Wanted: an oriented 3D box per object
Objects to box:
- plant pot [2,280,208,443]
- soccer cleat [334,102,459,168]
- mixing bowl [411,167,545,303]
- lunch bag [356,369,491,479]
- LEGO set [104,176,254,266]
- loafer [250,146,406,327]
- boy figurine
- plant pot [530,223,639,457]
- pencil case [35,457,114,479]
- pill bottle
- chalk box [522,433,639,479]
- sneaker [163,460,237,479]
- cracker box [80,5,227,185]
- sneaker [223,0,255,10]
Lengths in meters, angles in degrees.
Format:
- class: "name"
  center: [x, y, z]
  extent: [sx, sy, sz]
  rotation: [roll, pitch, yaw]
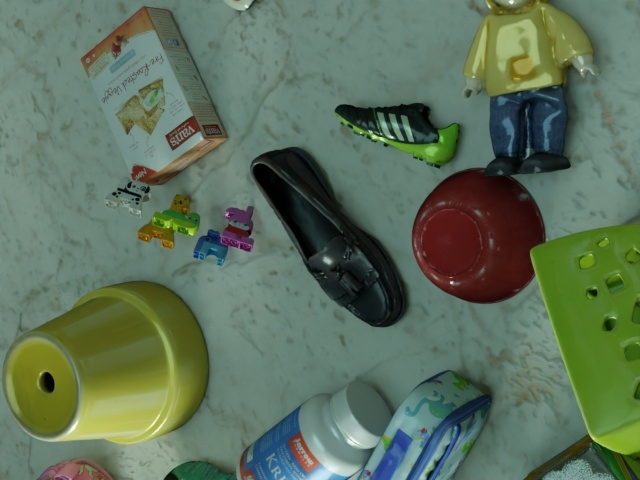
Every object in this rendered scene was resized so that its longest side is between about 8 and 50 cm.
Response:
- class: "plant pot"
  center: [-0.341, 0.200, 1.613]
  extent: [0.254, 0.239, 0.253]
  rotation: [3, 96, 30]
- class: "soccer cleat"
  center: [0.104, -0.158, 1.415]
  extent: [0.179, 0.060, 0.072]
  rotation: [25, 98, 20]
- class: "mixing bowl"
  center: [0.186, -0.001, 1.353]
  extent: [0.181, 0.098, 0.181]
  rotation: [4, 98, 32]
- class: "lunch bag"
  center: [0.125, 0.284, 1.373]
  extent: [0.090, 0.176, 0.219]
  rotation: [35, 111, 24]
- class: "LEGO set"
  center: [-0.202, -0.037, 1.592]
  extent: [0.227, 0.093, 0.087]
  rotation: [18, 143, 2]
- class: "loafer"
  center: [0.000, 0.000, 1.467]
  extent: [0.109, 0.095, 0.302]
  rotation: [-43, 73, 28]
- class: "boy figurine"
  center: [0.255, -0.223, 1.293]
  extent: [0.177, 0.092, 0.285]
  rotation: [2, 99, 34]
- class: "plant pot"
  center: [0.386, 0.093, 1.149]
  extent: [0.207, 0.227, 0.228]
  rotation: [-26, 64, 24]
- class: "pencil case"
  center: [-0.499, 0.508, 1.793]
  extent: [0.386, 0.167, 0.160]
  rotation: [-33, 45, 29]
- class: "pill bottle"
  center: [-0.007, 0.293, 1.485]
  extent: [0.221, 0.124, 0.124]
  rotation: [-43, 73, 28]
- class: "chalk box"
  center: [0.363, 0.379, 1.239]
  extent: [0.180, 0.179, 0.289]
  rotation: [-41, 75, 27]
- class: "sneaker"
  center: [-0.153, 0.406, 1.618]
  extent: [0.224, 0.083, 0.098]
  rotation: [0, 123, 44]
- class: "cracker box"
  center: [-0.258, -0.219, 1.619]
  extent: [0.156, 0.067, 0.232]
  rotation: [-31, 79, 31]
- class: "sneaker"
  center: [-0.160, -0.398, 1.535]
  extent: [0.057, 0.075, 0.161]
  rotation: [-43, 73, 27]
